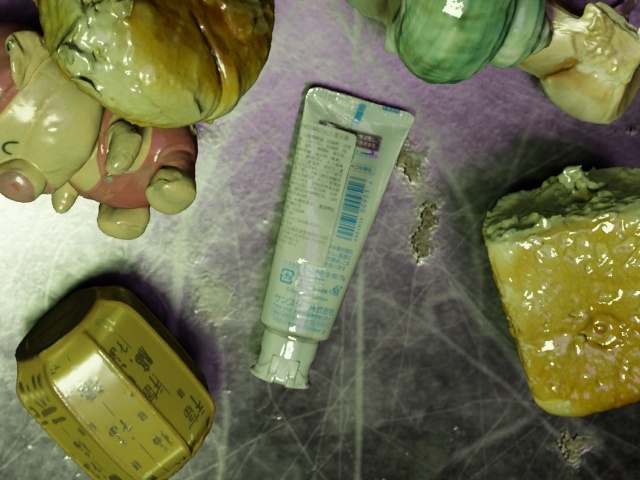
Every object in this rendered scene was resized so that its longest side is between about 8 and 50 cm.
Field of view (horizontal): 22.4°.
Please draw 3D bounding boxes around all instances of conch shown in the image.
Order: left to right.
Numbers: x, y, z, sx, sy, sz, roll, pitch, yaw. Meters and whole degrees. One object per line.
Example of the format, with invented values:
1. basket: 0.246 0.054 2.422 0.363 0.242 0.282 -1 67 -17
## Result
1. conch: 0.103 -0.243 1.496 0.277 0.220 0.195 22 68 -18

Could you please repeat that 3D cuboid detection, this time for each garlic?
1. garlic: 0.255 -0.193 1.606 0.174 0.099 0.124 33 119 -13

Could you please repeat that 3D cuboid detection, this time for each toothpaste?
1. toothpaste: 0.000 0.000 1.637 0.114 0.073 0.299 15 97 -13

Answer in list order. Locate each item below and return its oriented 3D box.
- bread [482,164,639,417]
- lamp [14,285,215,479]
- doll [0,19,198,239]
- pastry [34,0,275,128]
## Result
1. bread: 0.274 0.031 1.631 0.196 0.176 0.246 -16 112 8
2. lamp: -0.203 0.147 1.600 0.161 0.161 0.185 -37 112 3
3. doll: -0.243 -0.098 1.505 0.256 0.152 0.196 26 124 -24
4. pastry: -0.140 -0.221 1.448 0.236 0.121 0.257 8 65 -43
